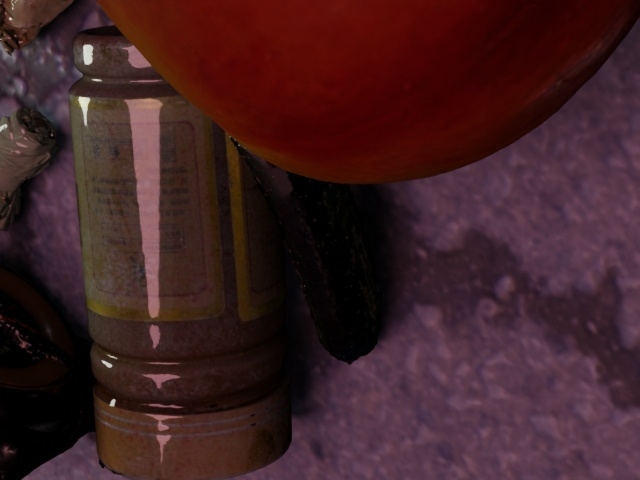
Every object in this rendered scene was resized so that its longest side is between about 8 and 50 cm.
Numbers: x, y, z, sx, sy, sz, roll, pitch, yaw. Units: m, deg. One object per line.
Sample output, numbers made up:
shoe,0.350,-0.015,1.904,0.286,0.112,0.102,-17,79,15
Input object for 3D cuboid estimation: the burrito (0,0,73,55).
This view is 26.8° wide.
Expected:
burrito,-0.218,-0.205,1.071,0.149,0.041,0.055,-39,97,27

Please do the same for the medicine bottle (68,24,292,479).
medicine bottle,-0.102,0.004,0.999,0.151,0.151,0.322,5,105,27

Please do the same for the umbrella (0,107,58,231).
umbrella,-0.273,-0.053,1.136,0.067,0.062,0.143,32,120,-17

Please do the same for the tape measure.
tape measure,-0.293,0.106,1.103,0.223,0.202,0.135,41,116,7

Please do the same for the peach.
peach,0.040,-0.233,0.744,0.388,0.388,0.388,8,107,27

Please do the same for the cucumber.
cucumber,0.003,-0.001,0.953,0.067,0.067,0.245,2,136,28
